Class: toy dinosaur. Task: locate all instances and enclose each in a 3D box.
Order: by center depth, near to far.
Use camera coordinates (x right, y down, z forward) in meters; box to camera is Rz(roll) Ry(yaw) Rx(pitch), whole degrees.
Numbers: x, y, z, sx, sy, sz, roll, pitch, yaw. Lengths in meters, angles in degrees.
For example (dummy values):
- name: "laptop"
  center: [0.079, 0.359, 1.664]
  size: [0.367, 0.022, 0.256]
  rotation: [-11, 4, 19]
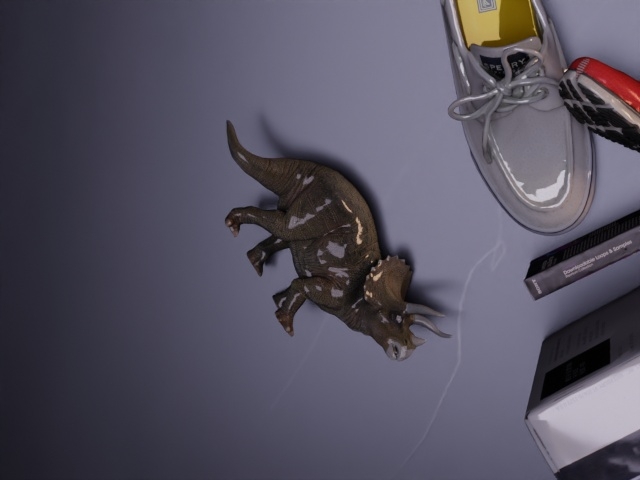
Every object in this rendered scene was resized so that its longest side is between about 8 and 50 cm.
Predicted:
- name: "toy dinosaur"
  center: [0.000, 0.000, 1.694]
  size: [0.160, 0.121, 0.313]
  rotation: [-28, 87, 2]

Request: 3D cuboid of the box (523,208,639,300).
- name: "box"
  center: [0.289, 0.008, 1.618]
  size: [0.162, 0.116, 0.029]
  rotation: [-25, 93, 14]

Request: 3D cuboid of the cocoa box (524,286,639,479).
- name: "cocoa box"
  center: [0.355, 0.173, 1.507]
  size: [0.231, 0.347, 0.228]
  rotation: [-30, 91, 13]

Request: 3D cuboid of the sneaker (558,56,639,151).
- name: "sneaker"
  center: [0.356, -0.137, 1.562]
  size: [0.279, 0.107, 0.118]
  rotation: [20, 92, -27]

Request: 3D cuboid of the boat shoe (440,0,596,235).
- name: "boat shoe"
  center: [0.193, -0.177, 1.591]
  size: [0.136, 0.156, 0.367]
  rotation: [-12, 95, 13]
